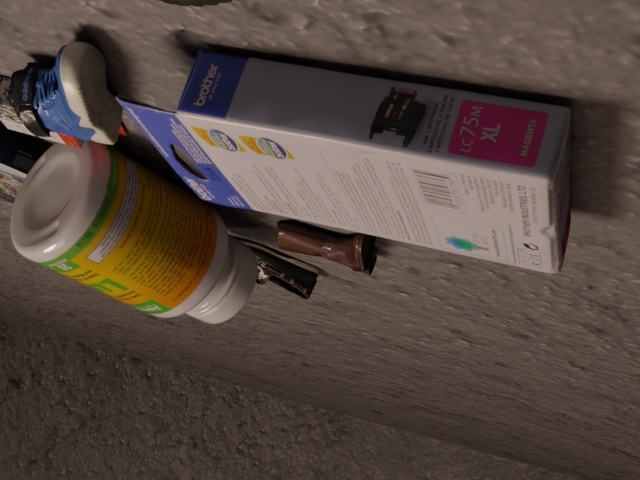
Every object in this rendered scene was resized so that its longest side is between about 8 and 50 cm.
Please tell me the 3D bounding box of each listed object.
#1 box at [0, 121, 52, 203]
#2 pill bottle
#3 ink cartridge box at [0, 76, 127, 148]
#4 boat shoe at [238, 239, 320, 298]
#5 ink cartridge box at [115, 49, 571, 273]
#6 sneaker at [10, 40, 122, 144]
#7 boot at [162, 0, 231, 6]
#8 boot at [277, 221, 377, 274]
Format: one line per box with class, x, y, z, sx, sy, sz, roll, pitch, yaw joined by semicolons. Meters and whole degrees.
box;-0.386;-0.100;1.029;0.233;0.044;0.159;25;163;-24
pill bottle;-0.185;0.001;0.981;0.136;0.136;0.246;2;158;44
ink cartridge box;-0.242;-0.112;0.857;0.115;0.029;0.063;16;164;7
boat shoe;-0.067;0.033;1.145;0.133;0.042;0.049;22;166;-10
ink cartridge box;0.025;-0.059;0.690;0.311;0.065;0.186;10;163;18
sneaker;-0.214;-0.120;0.748;0.085;0.058;0.152;9;171;-1
boot;-0.097;-0.177;0.409;0.198;0.076;0.137;9;157;26
boot;0.000;0.000;0.975;0.114;0.037;0.106;20;163;11
